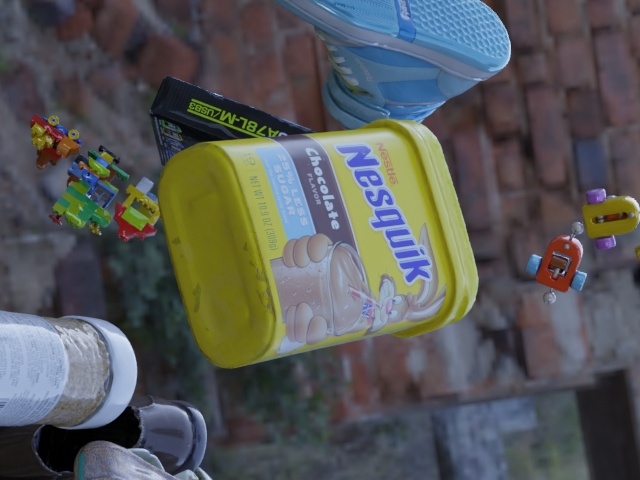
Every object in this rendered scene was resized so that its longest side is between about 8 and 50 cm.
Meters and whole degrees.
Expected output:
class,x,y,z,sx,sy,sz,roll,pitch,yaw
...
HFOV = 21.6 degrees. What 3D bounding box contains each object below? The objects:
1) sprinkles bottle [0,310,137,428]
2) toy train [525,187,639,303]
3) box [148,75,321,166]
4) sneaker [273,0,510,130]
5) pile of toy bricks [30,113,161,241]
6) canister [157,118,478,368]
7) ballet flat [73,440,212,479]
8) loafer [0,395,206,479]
class,x,y,z,sx,sy,sz,roll,pitch,yaw
sprinkles bottle,-0.325,0.126,1.673,0.355,0.121,0.121,13,66,-63
toy train,0.289,0.015,1.617,0.046,0.166,0.125,-43,148,-67
box,-0.062,-0.078,1.565,0.190,0.184,0.045,101,12,-78
sneaker,0.029,-0.208,1.850,0.208,0.319,0.127,-41,-141,43
pile of toy bricks,-0.302,-0.059,2.154,0.105,0.212,0.118,-55,179,-17
canister,0.000,0.000,0.927,0.073,0.170,0.126,-21,-98,42
ballet flat,-0.159,0.290,1.846,0.316,0.107,0.106,40,24,-51
loafer,-0.322,0.237,2.036,0.130,0.366,0.133,34,48,-59
